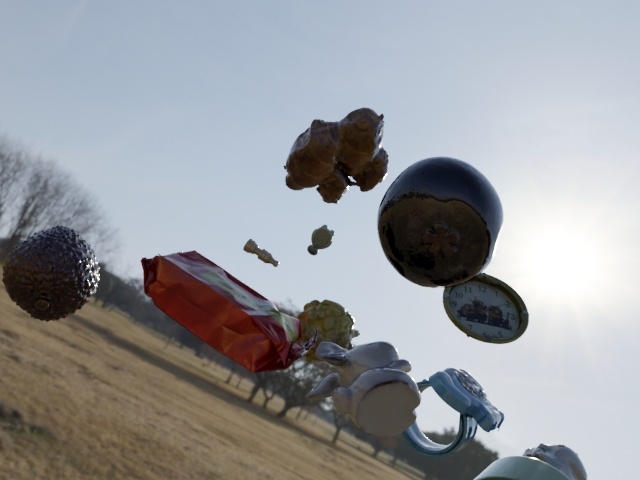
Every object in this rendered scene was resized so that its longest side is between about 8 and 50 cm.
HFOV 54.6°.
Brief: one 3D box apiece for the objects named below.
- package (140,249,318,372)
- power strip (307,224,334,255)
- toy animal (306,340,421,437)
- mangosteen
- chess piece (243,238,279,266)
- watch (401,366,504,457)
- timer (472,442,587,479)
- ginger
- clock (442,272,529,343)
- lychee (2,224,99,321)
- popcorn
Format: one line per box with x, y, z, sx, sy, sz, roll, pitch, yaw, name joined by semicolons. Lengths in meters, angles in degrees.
-0.211;0.162;1.420;0.423;0.123;0.196;31;12;10;package
0.000;0.000;1.525;0.055;0.083;0.035;38;13;4;power strip
0.081;0.262;1.120;0.178;0.127;0.193;-4;20;-23;toy animal
0.252;-0.046;1.315;0.275;0.275;0.302;27;22;4;mangosteen
-0.139;0.034;1.483;0.092;0.035;0.035;33;-12;10;chess piece
0.279;0.396;1.395;0.211;0.193;0.211;37;17;-13;watch
0.518;0.594;1.454;0.291;0.315;0.291;18;-59;32;timer
0.046;-0.249;1.892;0.357;0.152;0.274;-18;-43;8;ginger
0.428;0.185;1.631;0.237;0.237;0.057;25;-43;12;clock
-0.688;0.081;1.602;0.236;0.236;0.271;32;28;-19;lychee
0.007;0.238;1.595;0.173;0.173;0.142;30;-16;-11;popcorn
